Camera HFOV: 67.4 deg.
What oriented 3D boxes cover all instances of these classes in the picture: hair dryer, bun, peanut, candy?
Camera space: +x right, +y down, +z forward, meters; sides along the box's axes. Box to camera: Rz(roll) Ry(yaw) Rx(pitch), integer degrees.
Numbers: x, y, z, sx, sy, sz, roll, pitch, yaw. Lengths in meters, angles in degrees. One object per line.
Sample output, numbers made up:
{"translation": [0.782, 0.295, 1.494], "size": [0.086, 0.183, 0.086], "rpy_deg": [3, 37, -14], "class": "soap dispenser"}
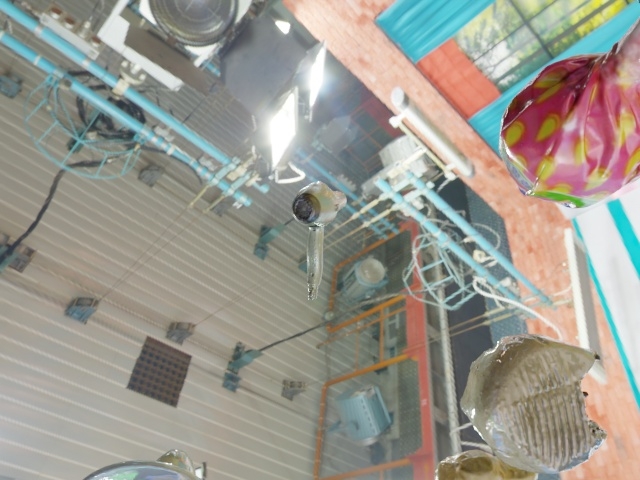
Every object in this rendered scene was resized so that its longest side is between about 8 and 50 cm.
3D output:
{"translation": [0.009, -0.026, 0.985], "size": [0.219, 0.088, 0.225], "rpy_deg": [-55, -35, -54], "class": "hair dryer"}
{"translation": [0.413, 0.317, 0.970], "size": [0.281, 0.281, 0.205], "rpy_deg": [58, 175, 0], "class": "bun"}
{"translation": [0.372, 0.522, 1.061], "size": [0.263, 0.117, 0.101], "rpy_deg": [13, -132, -22], "class": "peanut"}
{"translation": [0.232, -0.156, 0.296], "size": [0.124, 0.365, 0.124], "rpy_deg": [7, -125, -9], "class": "candy"}

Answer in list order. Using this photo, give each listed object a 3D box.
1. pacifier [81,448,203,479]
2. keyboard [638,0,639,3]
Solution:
{"translation": [-0.202, 0.380, 0.649], "size": [0.207, 0.227, 0.279], "rpy_deg": [-111, 11, -72], "class": "pacifier"}
{"translation": [0.299, -0.152, 0.373], "size": [0.087, 0.017, 0.250], "rpy_deg": [7, -126, -20], "class": "keyboard"}
